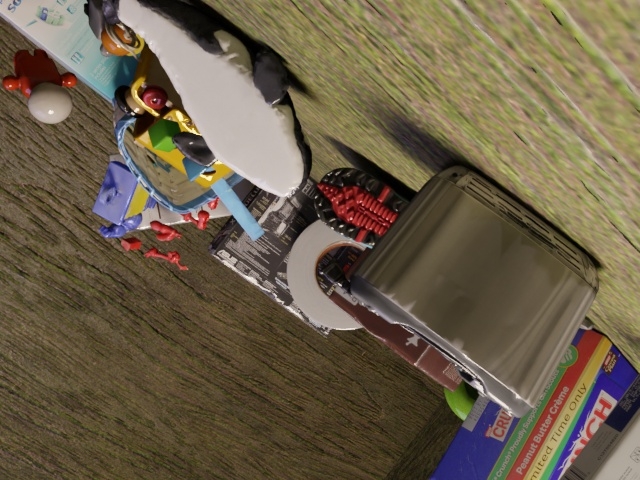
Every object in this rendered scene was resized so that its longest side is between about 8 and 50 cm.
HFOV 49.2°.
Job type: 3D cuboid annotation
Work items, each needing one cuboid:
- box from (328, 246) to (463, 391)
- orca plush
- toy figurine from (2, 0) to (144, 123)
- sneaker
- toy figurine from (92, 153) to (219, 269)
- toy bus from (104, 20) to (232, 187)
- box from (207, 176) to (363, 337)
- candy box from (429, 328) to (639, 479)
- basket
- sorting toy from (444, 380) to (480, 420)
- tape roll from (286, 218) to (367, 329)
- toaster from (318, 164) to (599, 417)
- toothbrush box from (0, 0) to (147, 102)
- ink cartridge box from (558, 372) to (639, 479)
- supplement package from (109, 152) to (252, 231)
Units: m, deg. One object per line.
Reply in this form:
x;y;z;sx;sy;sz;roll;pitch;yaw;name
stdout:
0.154;0.091;1.015;0.168;0.167;0.203;36;177;32;box
-0.109;-0.169;0.758;0.287;0.151;0.102;34;-152;6;orca plush
-0.374;-0.288;0.943;0.148;0.209;0.213;56;-175;34;toy figurine
0.121;-0.005;0.870;0.262;0.104;0.125;41;-164;18;sneaker
-0.323;-0.106;1.334;0.191;0.362;0.217;33;-162;15;toy figurine
-0.186;-0.154;0.866;0.202;0.104;0.191;60;-151;5;toy bus
-0.037;0.015;1.438;0.307;0.242;0.076;37;177;-18;box
0.325;0.280;0.929;0.317;0.268;0.122;39;170;-37;candy box
-0.208;-0.144;1.147;0.289;0.201;0.254;43;169;45;basket
0.259;0.194;1.113;0.126;0.127;0.365;89;166;-57;sorting toy
0.047;0.061;1.338;0.219;0.219;0.072;37;177;8;tape roll
0.128;0.036;0.620;0.227;0.146;0.129;37;177;1;toaster
-0.426;-0.364;1.259;0.295;0.126;0.216;40;177;-25;toothbrush box
0.366;0.270;0.728;0.224;0.223;0.045;39;177;-12;ink cartridge box
-0.311;-0.132;1.599;0.177;0.293;0.175;-157;58;-78;supplement package
